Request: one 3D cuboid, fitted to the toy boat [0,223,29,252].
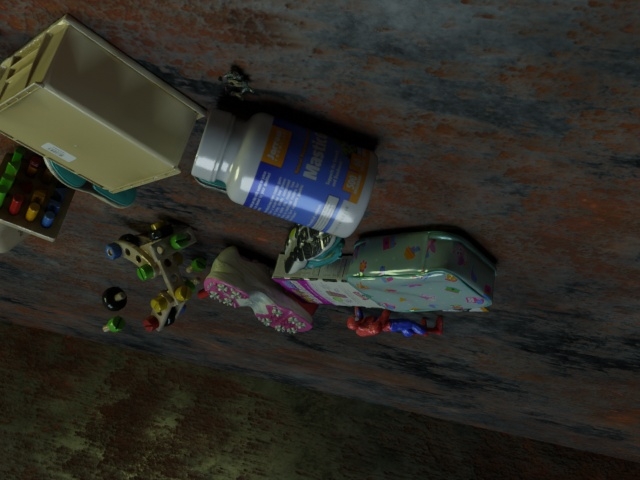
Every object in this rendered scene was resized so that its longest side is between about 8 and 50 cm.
[{"bbox_3d":[-0.781,-0.071,1.768,0.151,0.151,0.231,46,156,4],"label":"toy boat"}]

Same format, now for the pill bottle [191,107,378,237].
[{"bbox_3d":[-0.059,-0.114,1.159,0.272,0.152,0.152,18,158,-10],"label":"pill bottle"}]

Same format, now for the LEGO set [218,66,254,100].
[{"bbox_3d":[-0.126,-0.237,1.087,0.054,0.023,0.083,26,168,-21],"label":"LEGO set"}]

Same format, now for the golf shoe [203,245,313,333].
[{"bbox_3d":[-0.134,0.121,1.779,0.306,0.140,0.115,33,141,-27],"label":"golf shoe"}]

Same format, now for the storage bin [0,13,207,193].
[{"bbox_3d":[-0.379,-0.202,1.188,0.260,0.123,0.262,-8,149,45],"label":"storage bin"}]

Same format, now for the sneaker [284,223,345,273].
[{"bbox_3d":[0.000,0.000,1.505,0.110,0.106,0.275,0,167,-16],"label":"sneaker"}]

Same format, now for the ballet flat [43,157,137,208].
[{"bbox_3d":[-0.478,-0.137,1.471,0.086,0.086,0.248,1,155,30],"label":"ballet flat"}]

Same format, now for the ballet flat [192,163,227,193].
[{"bbox_3d":[-0.135,-0.106,1.361,0.213,0.072,0.068,20,-175,-11],"label":"ballet flat"}]

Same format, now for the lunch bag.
[{"bbox_3d":[0.206,0.070,1.493,0.279,0.107,0.224,-6,153,43],"label":"lunch bag"}]

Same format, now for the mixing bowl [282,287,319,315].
[{"bbox_3d":[-0.093,0.179,1.951,0.182,0.098,0.181,13,157,6],"label":"mixing bowl"}]

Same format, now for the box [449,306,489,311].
[{"bbox_3d":[0.317,0.140,1.701,0.136,0.028,0.081,-2,153,41],"label":"box"}]

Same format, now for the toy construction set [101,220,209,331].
[{"bbox_3d":[-0.342,0.077,1.751,0.309,0.257,0.237,8,156,-45],"label":"toy construction set"}]

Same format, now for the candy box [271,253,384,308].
[{"bbox_3d":[0.027,0.095,1.710,0.234,0.071,0.159,2,155,31],"label":"candy box"}]

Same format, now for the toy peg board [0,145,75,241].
[{"bbox_3d":[-0.604,-0.106,1.524,0.161,0.161,0.079,23,142,-20],"label":"toy peg board"}]

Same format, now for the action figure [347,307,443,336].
[{"bbox_3d":[0.175,0.175,1.813,0.281,0.138,0.091,3,165,-37],"label":"action figure"}]
